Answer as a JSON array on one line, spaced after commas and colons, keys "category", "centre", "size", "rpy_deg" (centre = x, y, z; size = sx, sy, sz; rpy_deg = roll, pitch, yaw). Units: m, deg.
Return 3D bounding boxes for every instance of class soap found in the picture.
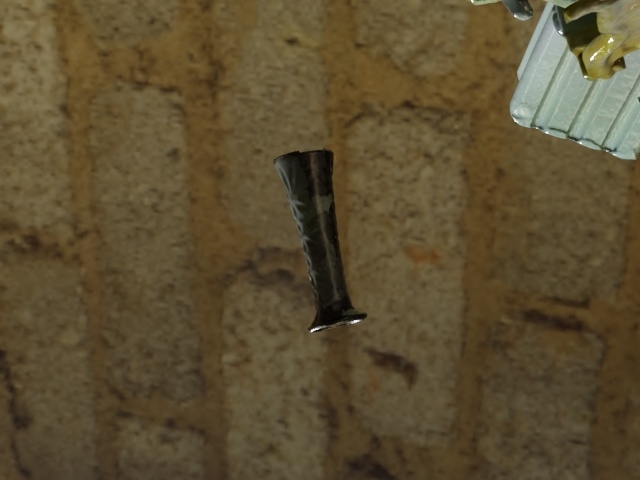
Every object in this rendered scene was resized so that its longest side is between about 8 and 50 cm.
[{"category": "soap", "centre": [0.415, -0.289, 1.700], "size": [0.347, 0.208, 0.115], "rpy_deg": [108, 179, -48]}]

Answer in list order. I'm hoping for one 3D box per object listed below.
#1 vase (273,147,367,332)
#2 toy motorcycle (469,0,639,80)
[{"category": "vase", "centre": [0.000, 0.000, 1.138], "size": [0.059, 0.059, 0.166], "rpy_deg": [10, -113, -72]}, {"category": "toy motorcycle", "centre": [0.252, -0.271, 1.102], "size": [0.410, 0.237, 0.168], "rpy_deg": [14, -118, -48]}]
